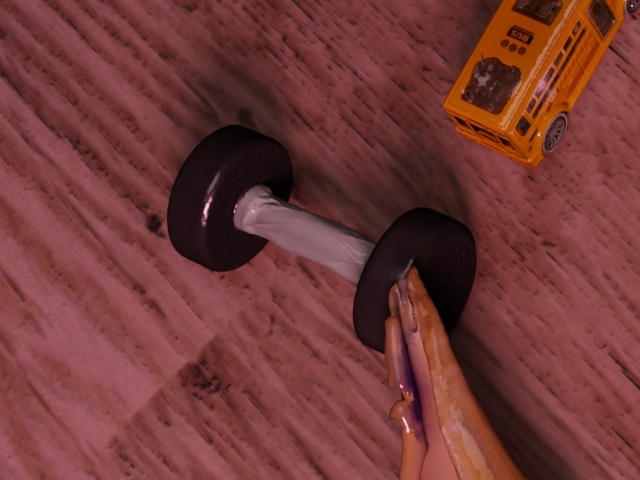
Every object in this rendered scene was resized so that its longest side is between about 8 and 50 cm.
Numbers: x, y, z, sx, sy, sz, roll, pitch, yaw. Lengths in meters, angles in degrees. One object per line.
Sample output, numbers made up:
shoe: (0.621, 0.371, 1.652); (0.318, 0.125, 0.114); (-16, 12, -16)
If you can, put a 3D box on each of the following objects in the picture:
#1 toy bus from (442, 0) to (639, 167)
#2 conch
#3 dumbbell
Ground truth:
toy bus: (0.148, -0.135, 1.245); (0.069, 0.074, 0.162); (27, 84, 29)
conch: (0.109, 0.173, 1.130); (0.109, 0.093, 0.330); (-33, 67, 46)
dumbbell: (0.000, 0.000, 1.242); (0.191, 0.100, 0.100); (24, 82, 27)
